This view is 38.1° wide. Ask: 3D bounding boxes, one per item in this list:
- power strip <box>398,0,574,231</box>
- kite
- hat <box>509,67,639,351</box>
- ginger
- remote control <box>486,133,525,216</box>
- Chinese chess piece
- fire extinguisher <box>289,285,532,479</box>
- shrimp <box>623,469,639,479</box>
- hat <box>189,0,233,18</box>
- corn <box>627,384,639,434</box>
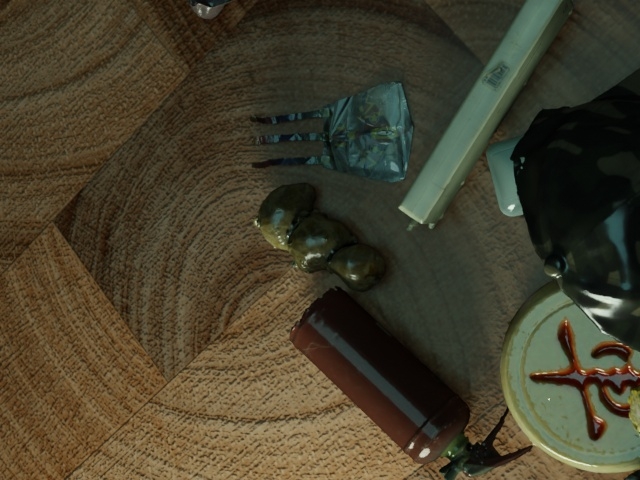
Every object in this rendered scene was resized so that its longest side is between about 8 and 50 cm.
[{"bbox_3d":[0.210,-0.166,1.193,0.043,0.106,0.367,34,102,16],"label":"power strip"},{"bbox_3d":[0.013,-0.148,1.320,0.245,0.015,0.141,-2,88,18],"label":"kite"},{"bbox_3d":[0.423,-0.092,1.017,0.366,0.257,0.382,50,117,15],"label":"hat"},{"bbox_3d":[0.000,0.000,1.290,0.204,0.080,0.104,40,88,20],"label":"ginger"},{"bbox_3d":[0.358,-0.116,1.164,0.293,0.051,0.103,-16,79,19],"label":"remote control"},{"bbox_3d":[0.347,0.160,1.142,0.250,0.097,0.251,0,89,22],"label":"Chinese chess piece"},{"bbox_3d":[0.124,0.193,1.235,0.337,0.106,0.147,42,82,16],"label":"fire extinguisher"},{"bbox_3d":[0.504,0.286,1.043,0.410,0.221,0.166,-22,46,-1],"label":"shrimp"},{"bbox_3d":[-0.154,-0.361,1.380,0.087,0.042,0.058,-37,78,-18],"label":"hat"},{"bbox_3d":[0.471,0.171,1.019,0.260,0.091,0.091,-9,92,-6],"label":"corn"}]
